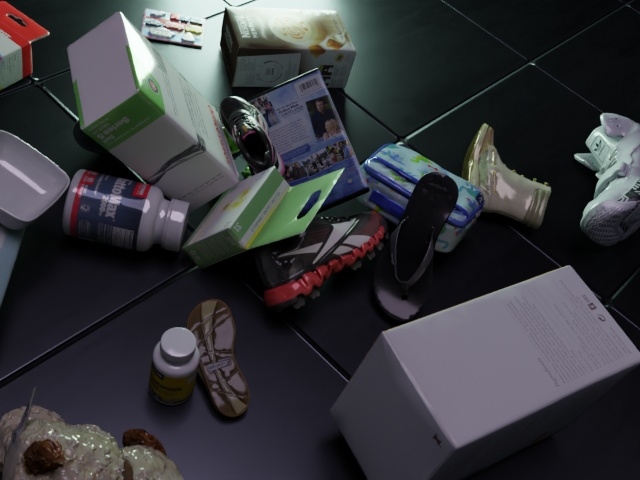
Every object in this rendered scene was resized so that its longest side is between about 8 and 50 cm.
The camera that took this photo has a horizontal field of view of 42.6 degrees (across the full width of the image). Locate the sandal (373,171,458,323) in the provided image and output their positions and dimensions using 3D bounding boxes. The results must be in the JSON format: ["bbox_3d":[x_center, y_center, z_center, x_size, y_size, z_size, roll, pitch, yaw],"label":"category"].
[{"bbox_3d":[0.149,0.008,1.334,0.097,0.054,0.255,17,87,11],"label":"sandal"}]

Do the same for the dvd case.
[{"bbox_3d":[-0.042,-0.160,1.432,0.180,0.022,0.253,-23,71,5],"label":"dvd case"}]

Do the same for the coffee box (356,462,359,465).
[{"bbox_3d":[0.140,0.273,1.193,0.113,0.040,0.184,28,48,6],"label":"coffee box"}]

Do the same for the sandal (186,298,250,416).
[{"bbox_3d":[-0.150,0.173,1.195,0.072,0.049,0.180,-12,69,-19],"label":"sandal"}]

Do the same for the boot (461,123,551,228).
[{"bbox_3d":[0.360,-0.123,1.586,0.165,0.077,0.213,17,52,-1],"label":"boot"}]

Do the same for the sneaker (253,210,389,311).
[{"bbox_3d":[0.000,0.000,1.328,0.276,0.097,0.135,-32,99,-35],"label":"sneaker"}]

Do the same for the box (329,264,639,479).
[{"bbox_3d":[0.221,0.197,1.114,0.345,0.215,0.168,-15,59,-32],"label":"box"}]

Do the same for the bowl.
[{"bbox_3d":[-0.456,-0.082,1.200,0.142,0.053,0.142,37,37,-9],"label":"bowl"}]

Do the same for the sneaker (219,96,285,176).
[{"bbox_3d":[-0.119,-0.183,1.402,0.072,0.077,0.178,-36,69,0],"label":"sneaker"}]

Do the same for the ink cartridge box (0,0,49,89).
[{"bbox_3d":[-0.616,-0.332,1.473,0.134,0.078,0.231,35,49,14],"label":"ink cartridge box"}]

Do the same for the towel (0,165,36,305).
[{"bbox_3d":[-0.582,-0.040,1.159,0.320,0.090,0.375,23,40,-24],"label":"towel"}]

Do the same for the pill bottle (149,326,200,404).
[{"bbox_3d":[-0.200,0.171,1.129,0.065,0.116,0.065,8,47,-9],"label":"pill bottle"}]

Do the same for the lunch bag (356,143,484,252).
[{"bbox_3d":[0.174,-0.078,1.454,0.219,0.090,0.176,34,32,14],"label":"lunch bag"}]

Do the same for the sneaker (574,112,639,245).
[{"bbox_3d":[0.576,-0.126,1.618,0.365,0.137,0.210,-22,58,-38],"label":"sneaker"}]

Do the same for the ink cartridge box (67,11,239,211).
[{"bbox_3d":[-0.267,-0.199,1.329,0.114,0.273,0.198,-30,52,12],"label":"ink cartridge box"}]

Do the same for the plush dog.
[{"bbox_3d":[-0.260,0.299,0.971,0.225,0.210,0.263,20,42,-31],"label":"plush dog"}]

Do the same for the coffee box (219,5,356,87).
[{"bbox_3d":[-0.069,-0.393,1.677,0.246,0.098,0.141,-4,51,-20],"label":"coffee box"}]

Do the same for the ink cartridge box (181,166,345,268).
[{"bbox_3d":[-0.092,-0.051,1.294,0.056,0.235,0.171,51,43,-20],"label":"ink cartridge box"}]

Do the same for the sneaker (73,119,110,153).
[{"bbox_3d":[-0.350,-0.226,1.478,0.097,0.084,0.234,24,41,38],"label":"sneaker"}]

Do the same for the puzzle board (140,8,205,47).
[{"bbox_3d":[-0.306,-0.445,1.712,0.128,0.011,0.096,7,48,-10],"label":"puzzle board"}]

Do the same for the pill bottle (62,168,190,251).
[{"bbox_3d":[-0.302,-0.041,1.292,0.180,0.108,0.108,13,47,-6],"label":"pill bottle"}]

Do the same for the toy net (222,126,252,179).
[{"bbox_3d":[-0.115,-0.204,1.534,0.122,0.045,0.232,27,47,7],"label":"toy net"}]
